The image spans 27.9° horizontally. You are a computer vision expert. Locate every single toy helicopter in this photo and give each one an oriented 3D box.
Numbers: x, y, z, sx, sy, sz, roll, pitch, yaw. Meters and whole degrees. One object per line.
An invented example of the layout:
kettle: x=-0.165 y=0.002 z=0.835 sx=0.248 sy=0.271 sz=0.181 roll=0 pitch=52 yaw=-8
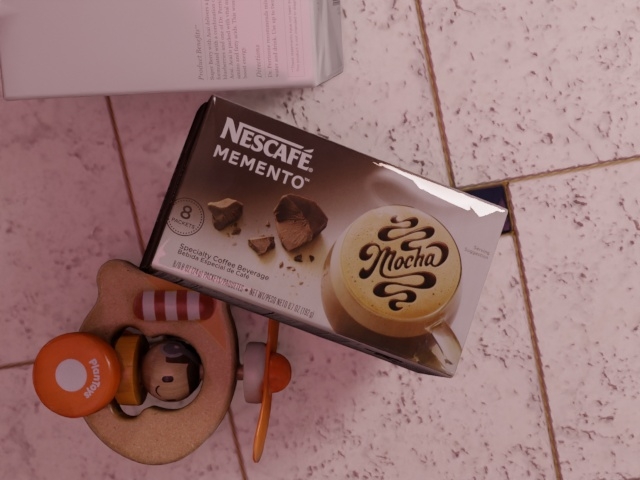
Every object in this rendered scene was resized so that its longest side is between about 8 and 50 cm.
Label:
toy helicopter: x=-0.107 y=0.063 z=1.286 sx=0.235 sy=0.140 sz=0.355 roll=28 pitch=92 yaw=9

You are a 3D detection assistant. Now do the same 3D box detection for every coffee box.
coffee box: x=0.000 y=0.000 z=1.201 sx=0.297 sy=0.119 sz=0.168 roll=21 pitch=82 yaw=-10

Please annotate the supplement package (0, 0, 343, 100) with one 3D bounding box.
supplement package: x=-0.137 y=-0.230 z=1.200 sx=0.293 sy=0.175 sz=0.177 roll=-1 pitch=102 yaw=9
